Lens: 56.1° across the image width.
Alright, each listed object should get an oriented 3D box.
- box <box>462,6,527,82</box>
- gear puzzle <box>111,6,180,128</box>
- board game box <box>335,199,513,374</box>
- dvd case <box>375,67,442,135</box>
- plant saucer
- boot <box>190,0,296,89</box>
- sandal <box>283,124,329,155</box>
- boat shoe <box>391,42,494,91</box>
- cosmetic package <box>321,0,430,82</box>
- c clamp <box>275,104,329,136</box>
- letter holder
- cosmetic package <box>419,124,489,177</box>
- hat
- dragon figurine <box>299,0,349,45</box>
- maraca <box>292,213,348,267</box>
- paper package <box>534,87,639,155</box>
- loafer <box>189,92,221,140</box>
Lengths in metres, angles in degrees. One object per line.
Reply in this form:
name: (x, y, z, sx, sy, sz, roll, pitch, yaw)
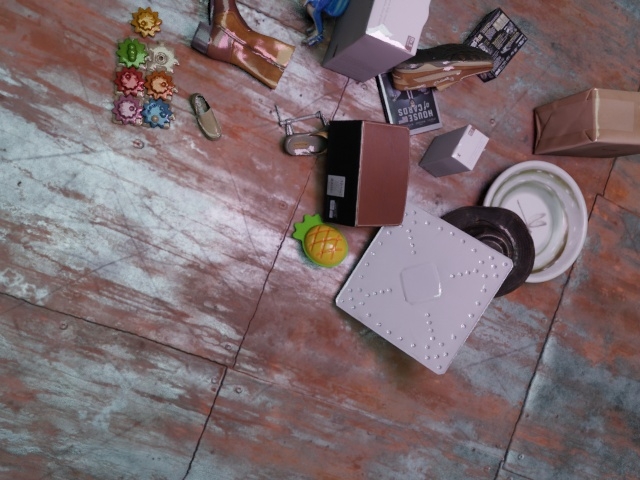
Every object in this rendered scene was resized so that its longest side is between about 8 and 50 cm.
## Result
box: (0.558, -0.634, 1.957, 0.147, 0.077, 0.180, 41, 81, -13)
gear puzzle: (-0.485, -0.487, 1.683, 0.175, 0.044, 0.339, 4, 90, -16)
board game box: (0.303, 0.131, 1.796, 0.390, 0.050, 0.390, 33, 91, 21)
dvd case: (0.280, -0.454, 1.909, 0.179, 0.029, 0.239, -16, 95, -15)
plant saucer: (0.692, -0.063, 2.001, 0.400, 0.100, 0.400, -1, 92, -16)
boot: (-0.198, -0.614, 1.735, 0.280, 0.096, 0.264, 22, 85, -16)
sandal: (-0.002, -0.299, 1.805, 0.219, 0.060, 0.090, -9, 108, -17)
boat shoe: (0.370, -0.529, 1.864, 0.324, 0.122, 0.120, -6, 135, -9)
cosmetic package: (0.152, -0.598, 1.684, 0.156, 0.385, 0.217, 17, 86, -16)
c clamp: (-0.047, -0.352, 1.822, 0.160, 0.022, 0.137, -10, 95, -16)
letter holder: (0.143, -0.199, 1.794, 0.214, 0.152, 0.302, -3, 100, -39)
cosmetic package: (0.406, -0.270, 1.845, 0.085, 0.231, 0.117, 32, 84, -14)
hat: (0.488, 0.045, 1.856, 0.331, 0.134, 0.331, 3, 100, 20)
dragon figurine: (0.027, -0.706, 1.734, 0.144, 0.085, 0.289, 20, 120, -45)
maraca: (0.000, 0.000, 1.812, 0.127, 0.099, 0.186, -40, 75, -16)
paper package: (0.913, -0.368, 1.945, 0.325, 0.309, 0.168, 0, 89, -17)
loafer: (-0.332, -0.356, 1.728, 0.056, 0.050, 0.148, -32, 100, -13)
